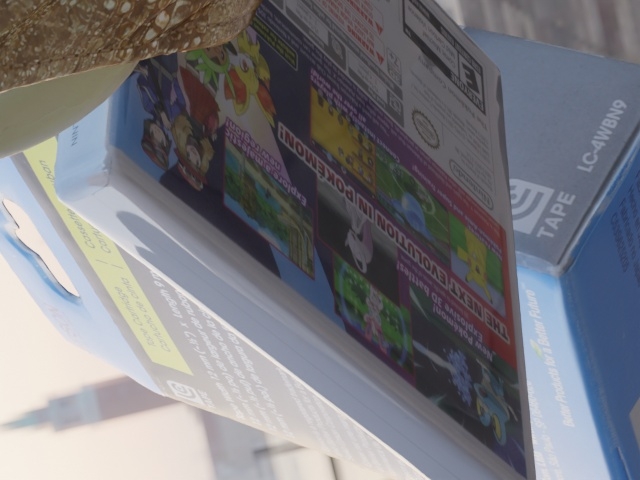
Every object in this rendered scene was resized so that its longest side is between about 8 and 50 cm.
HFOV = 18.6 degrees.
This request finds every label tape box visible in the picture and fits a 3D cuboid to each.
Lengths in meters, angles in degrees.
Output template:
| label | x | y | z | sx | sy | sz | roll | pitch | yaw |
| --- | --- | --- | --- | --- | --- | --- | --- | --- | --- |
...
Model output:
| label | x | y | z | sx | sy | sz | roll | pitch | yaw |
| --- | --- | --- | --- | --- | --- | --- | --- | --- | --- |
| label tape box | 0.000 | 0.000 | 0.901 | 0.115 | 0.348 | 0.249 | -57 | -32 | -24 |

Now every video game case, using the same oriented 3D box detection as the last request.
| label | x | y | z | sx | sy | sz | roll | pitch | yaw |
| --- | --- | --- | --- | --- | --- | --- | --- | --- | --- |
| video game case | -0.001 | -0.036 | 0.584 | 0.201 | 0.023 | 0.183 | 41 | -144 | -40 |

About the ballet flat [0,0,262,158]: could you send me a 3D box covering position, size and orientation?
| label | x | y | z | sx | sy | sz | roll | pitch | yaw |
| --- | --- | --- | --- | --- | --- | --- | --- | --- | --- |
| ballet flat | -0.087 | -0.030 | 0.332 | 0.073 | 0.206 | 0.067 | 43 | 143 | 39 |
